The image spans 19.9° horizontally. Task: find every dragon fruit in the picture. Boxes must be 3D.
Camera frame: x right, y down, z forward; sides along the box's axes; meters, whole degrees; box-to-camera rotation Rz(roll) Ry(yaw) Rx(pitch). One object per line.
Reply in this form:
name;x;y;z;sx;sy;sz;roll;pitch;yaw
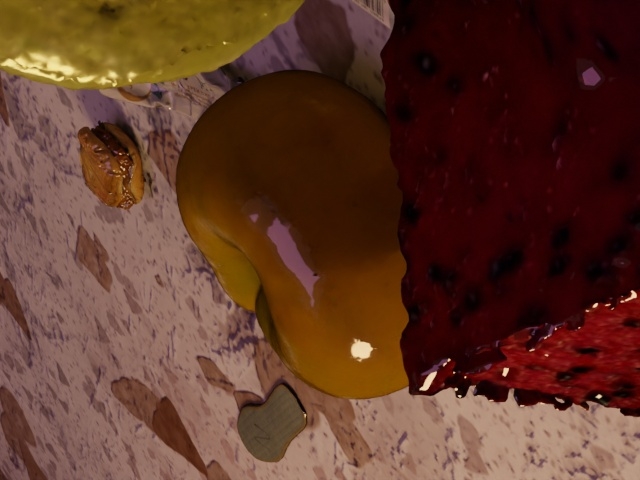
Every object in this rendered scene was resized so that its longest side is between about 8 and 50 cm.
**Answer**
dragon fruit;0.167;-0.005;0.852;0.302;0.240;0.330;40;163;-16

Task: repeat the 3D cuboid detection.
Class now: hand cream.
hand cream;-0.119;-0.124;1.501;0.257;0.050;0.084;21;136;46

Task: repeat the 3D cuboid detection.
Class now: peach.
peach;0.000;0.000;1.291;0.251;0.153;0.251;58;171;14

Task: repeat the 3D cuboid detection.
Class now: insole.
insole;-0.047;0.174;1.720;0.064;0.004;0.188;57;155;8

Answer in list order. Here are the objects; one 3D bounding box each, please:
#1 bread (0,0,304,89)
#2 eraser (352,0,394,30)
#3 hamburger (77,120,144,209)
bread;-0.156;-0.264;1.088;0.308;0.348;0.348;11;125;66
eraser;0.040;-0.168;1.139;0.122;0.052;0.029;41;150;37
hamburger;-0.194;-0.070;1.703;0.076;0.044;0.083;49;151;29
